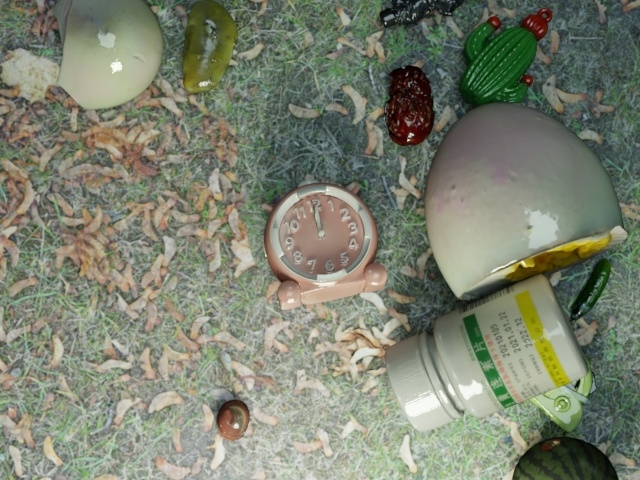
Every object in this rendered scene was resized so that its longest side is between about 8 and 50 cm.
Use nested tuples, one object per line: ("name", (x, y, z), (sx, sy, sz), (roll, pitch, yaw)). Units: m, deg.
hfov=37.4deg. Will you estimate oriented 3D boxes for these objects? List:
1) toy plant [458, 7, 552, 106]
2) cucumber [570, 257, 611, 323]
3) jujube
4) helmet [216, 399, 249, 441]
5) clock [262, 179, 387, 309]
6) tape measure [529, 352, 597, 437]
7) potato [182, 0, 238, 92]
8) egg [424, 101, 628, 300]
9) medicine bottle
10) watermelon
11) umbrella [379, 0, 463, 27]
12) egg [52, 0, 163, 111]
("toy plant", (0.367, -0.378, 1.917), (0.154, 0.088, 0.240), (16, 78, 12))
("cucumber", (0.552, 0.107, 1.923), (0.037, 0.037, 0.155), (32, 86, -1))
("jujube", (0.184, -0.269, 1.892), (0.104, 0.104, 0.166), (5, 84, -3))
("helmet", (-0.172, 0.356, 1.855), (0.065, 0.049, 0.084), (9, 86, -4))
("clock", (0.000, 0.000, 1.853), (0.227, 0.142, 0.241), (-12, 78, -5))
("tape measure", (0.465, 0.274, 1.880), (0.177, 0.087, 0.154), (41, 94, 4))
("potato", (-0.225, -0.383, 1.881), (0.105, 0.085, 0.188), (15, 90, 0))
("egg", (0.352, -0.098, 1.774), (0.354, 0.354, 0.340), (-19, 75, -5))
("medicine bottle", (0.308, 0.220, 1.783), (0.339, 0.208, 0.208), (-25, 88, 13))
("watermelon", (0.469, 0.478, 1.809), (0.212, 0.212, 0.212), (0, 86, -4))
("umbrella", (0.229, -0.483, 1.927), (0.224, 0.080, 0.071), (-22, 123, -1))
("egg", (-0.414, -0.398, 1.830), (0.206, 0.162, 0.271), (-5, 88, -3))
